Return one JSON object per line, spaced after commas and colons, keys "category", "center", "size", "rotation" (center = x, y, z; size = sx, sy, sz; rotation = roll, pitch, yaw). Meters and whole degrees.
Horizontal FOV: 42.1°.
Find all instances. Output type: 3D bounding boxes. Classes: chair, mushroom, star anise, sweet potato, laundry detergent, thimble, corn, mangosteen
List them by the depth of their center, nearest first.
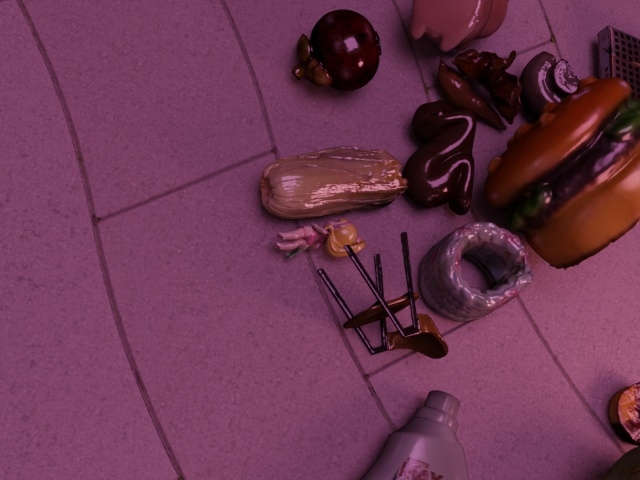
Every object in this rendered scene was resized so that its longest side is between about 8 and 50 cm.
{"category": "laundry detergent", "center": [0.181, 0.476, 1.538], "size": [0.264, 0.124, 0.397], "rotation": [28, 64, -6]}
{"category": "chair", "center": [0.128, 0.128, 1.615], "size": [0.173, 0.159, 0.246], "rotation": [-12, 75, -23]}
{"category": "corn", "center": [0.028, -0.116, 1.683], "size": [0.305, 0.122, 0.123], "rotation": [-10, 77, -22]}
{"category": "thimble", "center": [0.321, 0.068, 1.702], "size": [0.211, 0.149, 0.185], "rotation": [12, 67, -14]}
{"category": "mangosteen", "center": [0.031, -0.396, 1.763], "size": [0.200, 0.200, 0.199], "rotation": [5, 71, -16]}
{"category": "star anise", "center": [0.384, -0.365, 1.849], "size": [0.196, 0.111, 0.212], "rotation": [12, 47, -47]}
{"category": "sweet potato", "center": [0.331, -0.314, 1.880], "size": [0.226, 0.068, 0.068], "rotation": [43, 65, -11]}
{"category": "mushroom", "center": [0.527, -0.330, 1.909], "size": [0.117, 0.141, 0.188], "rotation": [-40, 84, -2]}

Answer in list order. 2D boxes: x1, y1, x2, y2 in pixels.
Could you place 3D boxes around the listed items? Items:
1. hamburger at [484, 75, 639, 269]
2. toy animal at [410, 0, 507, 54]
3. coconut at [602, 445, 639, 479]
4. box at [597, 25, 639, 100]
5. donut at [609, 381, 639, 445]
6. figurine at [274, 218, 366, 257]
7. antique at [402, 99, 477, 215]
{"category": "hamburger", "center": [0.525, -0.150, 1.707], "size": [0.396, 0.396, 0.277], "rotation": [-41, 89, -25]}
{"category": "toy animal", "center": [0.327, -0.526, 1.874], "size": [0.195, 0.256, 0.212], "rotation": [24, 106, 19]}
{"category": "coconut", "center": [0.662, 0.544, 1.580], "size": [0.281, 0.328, 0.328], "rotation": [5, 68, 15]}
{"category": "box", "center": [0.758, -0.349, 2.013], "size": [0.180, 0.047, 0.324], "rotation": [14, 67, -23]}
{"category": "donut", "center": [0.677, 0.371, 1.759], "size": [0.141, 0.059, 0.140], "rotation": [5, 71, -16]}
{"category": "figurine", "center": [0.000, 0.000, 1.656], "size": [0.188, 0.083, 0.083], "rotation": [-4, 73, -28]}
{"category": "antique", "center": [0.251, -0.186, 1.784], "size": [0.144, 0.121, 0.256], "rotation": [8, 77, -5]}
